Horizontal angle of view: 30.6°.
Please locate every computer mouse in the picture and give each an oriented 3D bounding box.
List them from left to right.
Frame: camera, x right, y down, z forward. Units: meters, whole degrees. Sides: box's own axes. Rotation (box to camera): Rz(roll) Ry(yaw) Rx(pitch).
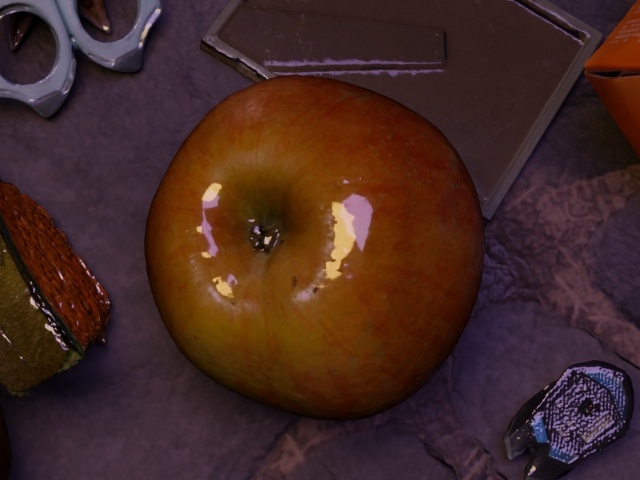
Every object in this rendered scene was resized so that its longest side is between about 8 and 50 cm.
[{"bbox_3d":[0.224,0.163,1.058,0.135,0.047,0.079,-40,86,-5],"label":"computer mouse"}]

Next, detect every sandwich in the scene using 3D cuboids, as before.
[{"bbox_3d":[-0.265,0.026,0.998,0.079,0.159,0.235,-37,77,7],"label":"sandwich"}]

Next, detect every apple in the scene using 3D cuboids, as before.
[{"bbox_3d":[0.000,0.000,0.970,0.301,0.301,0.302,2,72,-6],"label":"apple"}]

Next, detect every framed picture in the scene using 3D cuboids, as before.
[{"bbox_3d":[0.085,-0.200,1.172,0.335,0.022,0.247,32,72,4],"label":"framed picture"}]

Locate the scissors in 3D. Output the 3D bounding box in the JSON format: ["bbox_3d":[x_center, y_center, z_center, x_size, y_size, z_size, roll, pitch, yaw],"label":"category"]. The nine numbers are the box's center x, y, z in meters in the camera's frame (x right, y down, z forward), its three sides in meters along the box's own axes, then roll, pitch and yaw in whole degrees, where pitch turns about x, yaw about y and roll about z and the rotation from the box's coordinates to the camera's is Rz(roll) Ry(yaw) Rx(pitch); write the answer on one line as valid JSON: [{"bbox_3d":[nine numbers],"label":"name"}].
[{"bbox_3d":[-0.265,-0.287,1.030,0.191,0.360,0.029,-30,35,-18],"label":"scissors"}]

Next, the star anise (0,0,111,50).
[{"bbox_3d":[-0.284,-0.292,1.086,0.262,0.230,0.081,2,27,-33],"label":"star anise"}]

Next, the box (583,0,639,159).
[{"bbox_3d":[0.431,-0.189,1.095,0.341,0.143,0.225,-49,117,-17],"label":"box"}]

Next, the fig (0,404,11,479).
[{"bbox_3d":[-0.363,0.120,0.958,0.190,0.191,0.290,-22,59,-12],"label":"fig"}]
